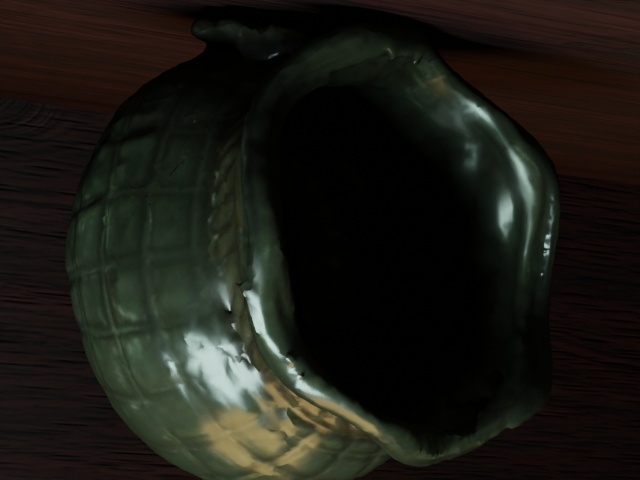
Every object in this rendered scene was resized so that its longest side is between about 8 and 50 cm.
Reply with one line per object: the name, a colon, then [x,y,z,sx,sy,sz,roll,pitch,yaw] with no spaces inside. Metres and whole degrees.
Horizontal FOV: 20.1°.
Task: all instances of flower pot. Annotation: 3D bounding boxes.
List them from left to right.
flower pot: [0.000,0.000,1.094,0.302,0.302,0.213,6,169,-44]
